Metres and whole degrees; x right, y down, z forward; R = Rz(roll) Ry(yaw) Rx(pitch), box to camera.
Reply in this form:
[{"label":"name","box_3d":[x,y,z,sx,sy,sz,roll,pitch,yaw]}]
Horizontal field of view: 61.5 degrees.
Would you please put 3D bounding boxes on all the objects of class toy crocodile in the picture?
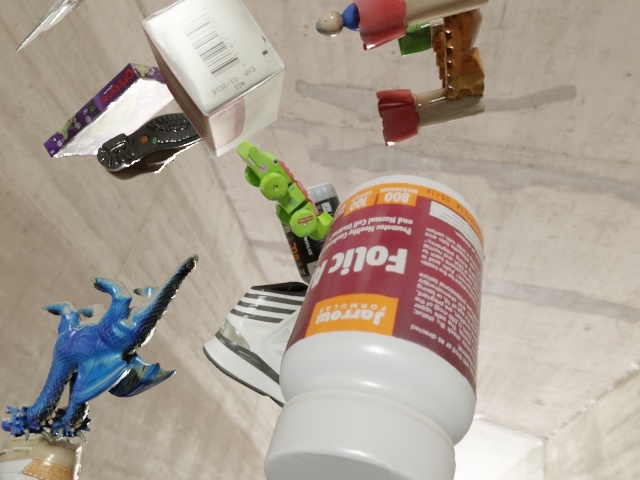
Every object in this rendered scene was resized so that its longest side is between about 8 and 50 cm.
[{"label":"toy crocodile","box_3d":[-0.082,-0.116,1.300,0.340,0.105,0.115,51,-7,-36]}]

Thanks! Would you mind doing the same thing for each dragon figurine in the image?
[{"label":"dragon figurine","box_3d":[-0.212,0.119,0.559,0.289,0.144,0.085,-23,-21,19]}]

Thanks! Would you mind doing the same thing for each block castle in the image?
[{"label":"block castle","box_3d":[0.097,-0.403,0.798,0.212,0.454,0.303,-10,-25,10]}]

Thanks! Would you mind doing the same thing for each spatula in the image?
[{"label":"spatula","box_3d":[-0.310,-0.360,0.729,0.242,0.168,0.019,-32,-63,24]}]

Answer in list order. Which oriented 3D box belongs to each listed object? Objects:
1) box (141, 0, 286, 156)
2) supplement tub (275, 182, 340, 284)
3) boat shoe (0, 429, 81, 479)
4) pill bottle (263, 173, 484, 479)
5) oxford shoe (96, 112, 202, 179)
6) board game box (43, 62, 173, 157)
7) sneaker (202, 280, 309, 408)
[{"label":"box","box_3d":[-0.148,-0.235,0.780,0.149,0.126,0.232,55,-9,-1]},{"label":"supplement tub","box_3d":[0.000,0.000,1.632,0.193,0.193,0.316,-20,-90,45]},{"label":"boat shoe","box_3d":[-0.374,0.305,0.714,0.113,0.103,0.302,34,-29,-27]},{"label":"pill bottle","box_3d":[0.079,0.119,0.659,0.223,0.392,0.224,10,-45,10]},{"label":"oxford shoe","box_3d":[-0.320,-0.188,1.077,0.227,0.083,0.096,-22,-25,-8]},{"label":"board game box","box_3d":[-0.519,-0.325,1.380,0.346,0.208,0.056,-31,-87,24]},{"label":"sneaker","box_3d":[-0.014,0.254,1.208,0.447,0.258,0.169,38,-7,-26]}]
